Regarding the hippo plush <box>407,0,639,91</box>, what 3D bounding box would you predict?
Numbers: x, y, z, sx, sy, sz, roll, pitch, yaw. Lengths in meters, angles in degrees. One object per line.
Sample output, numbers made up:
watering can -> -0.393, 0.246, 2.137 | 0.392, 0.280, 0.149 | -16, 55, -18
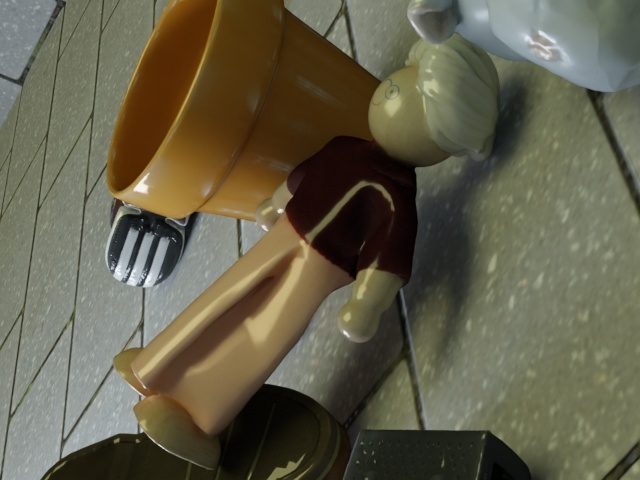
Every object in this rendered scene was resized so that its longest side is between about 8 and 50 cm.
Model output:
hippo plush -> 0.121, -0.214, 0.823 | 0.294, 0.234, 0.236 | 41, 118, 51

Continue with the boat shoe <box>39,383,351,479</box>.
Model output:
boat shoe -> -0.085, 0.190, 1.109 | 0.307, 0.104, 0.111 | -17, 41, 39

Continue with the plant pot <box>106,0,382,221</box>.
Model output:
plant pot -> -0.044, -0.096, 1.172 | 0.205, 0.188, 0.205 | -50, 27, 38

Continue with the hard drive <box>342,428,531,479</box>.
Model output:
hard drive -> 0.039, 0.234, 0.821 | 0.172, 0.054, 0.255 | -16, 55, 64

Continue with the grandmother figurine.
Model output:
grandmother figurine -> 0.000, 0.000, 1.009 | 0.342, 0.104, 0.208 | -50, 41, 8

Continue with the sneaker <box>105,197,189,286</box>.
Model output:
sneaker -> -0.176, -0.098, 1.625 | 0.281, 0.106, 0.162 | -66, 18, 7
